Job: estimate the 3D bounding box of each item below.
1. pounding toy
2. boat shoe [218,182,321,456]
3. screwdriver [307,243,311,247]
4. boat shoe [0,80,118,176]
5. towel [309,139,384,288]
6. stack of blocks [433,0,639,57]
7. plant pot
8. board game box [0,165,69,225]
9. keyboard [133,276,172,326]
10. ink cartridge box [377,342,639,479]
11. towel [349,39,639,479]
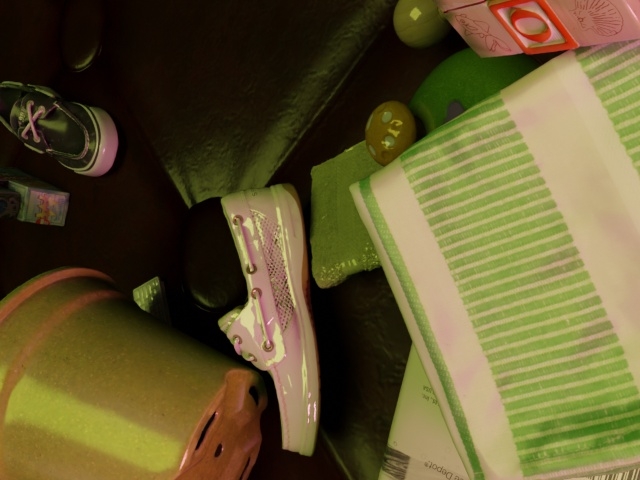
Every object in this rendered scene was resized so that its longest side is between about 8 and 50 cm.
[{"bbox_3d":[0.096,-0.093,0.504,0.183,0.110,0.237,15,108,57],"label":"pounding toy"},{"bbox_3d":[-0.057,0.082,0.646,0.098,0.096,0.277,137,126,-77],"label":"boat shoe"},{"bbox_3d":[0.000,0.000,0.678,0.169,0.024,0.025,-3,97,43],"label":"screwdriver"},{"bbox_3d":[-0.426,-0.184,0.980,0.301,0.102,0.108,33,108,35],"label":"boat shoe"},{"bbox_3d":[0.035,-0.032,0.623,0.110,0.027,0.148,-23,55,34],"label":"towel"},{"bbox_3d":[0.181,-0.257,0.385,0.297,0.087,0.171,-55,26,-7],"label":"stack of blocks"},{"bbox_3d":[-0.208,0.192,0.696,0.253,0.276,0.276,14,97,22],"label":"plant pot"},{"bbox_3d":[-0.519,-0.075,1.023,0.194,0.194,0.060,17,100,24],"label":"board game box"},{"bbox_3d":[-0.214,0.181,0.848,0.072,0.014,0.256,-24,73,36],"label":"keyboard"},{"bbox_3d":[0.159,0.176,0.478,0.198,0.114,0.273,18,99,38],"label":"ink cartridge box"},{"bbox_3d":[0.185,-0.001,0.354,0.324,0.038,0.248,-29,77,32],"label":"towel"}]
